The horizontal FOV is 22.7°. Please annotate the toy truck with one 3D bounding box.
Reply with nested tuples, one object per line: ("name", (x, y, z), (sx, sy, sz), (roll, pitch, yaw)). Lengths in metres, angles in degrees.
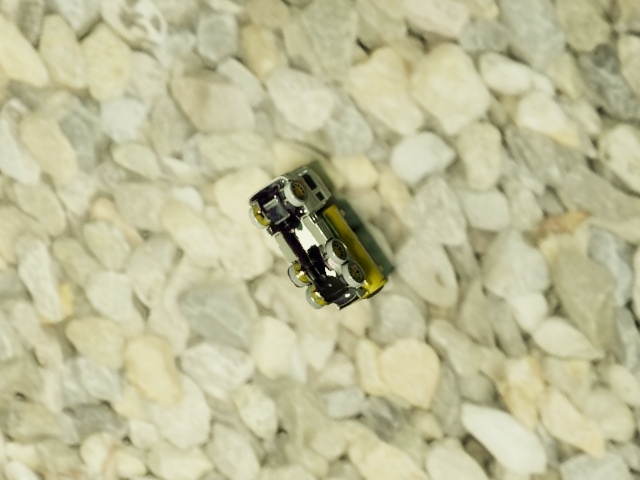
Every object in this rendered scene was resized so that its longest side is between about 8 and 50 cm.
("toy truck", (0.000, 0.000, 1.264), (0.052, 0.063, 0.123), (-32, 94, 36))
